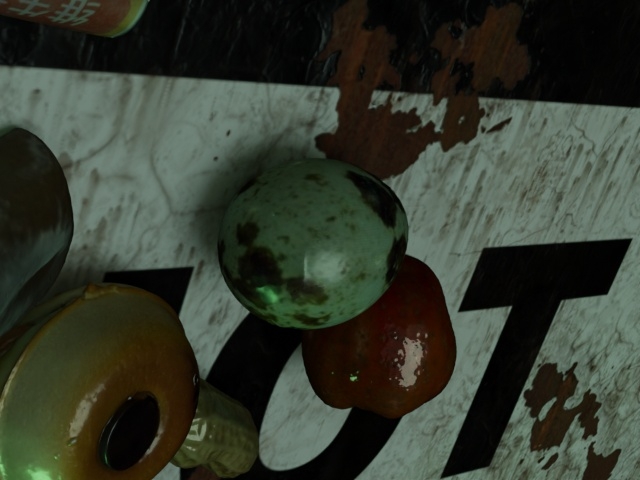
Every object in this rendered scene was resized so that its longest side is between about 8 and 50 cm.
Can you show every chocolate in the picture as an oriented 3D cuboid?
[{"bbox_3d":[-0.275,0.029,0.993,0.254,0.080,0.157,-45,149,-51],"label":"chocolate"}]

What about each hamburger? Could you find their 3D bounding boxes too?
[{"bbox_3d":[-0.213,0.143,1.168,0.237,0.147,0.236,-31,135,-37],"label":"hamburger"}]

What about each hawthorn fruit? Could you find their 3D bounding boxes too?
[{"bbox_3d":[0.065,0.103,1.402,0.189,0.189,0.189,-26,134,-30],"label":"hawthorn fruit"}]

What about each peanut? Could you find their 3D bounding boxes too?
[{"bbox_3d":[-0.123,0.202,1.344,0.083,0.093,0.194,-18,143,20],"label":"peanut"}]

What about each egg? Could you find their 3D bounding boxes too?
[{"bbox_3d":[0.000,0.000,1.254,0.231,0.169,0.169,-17,130,-51],"label":"egg"}]

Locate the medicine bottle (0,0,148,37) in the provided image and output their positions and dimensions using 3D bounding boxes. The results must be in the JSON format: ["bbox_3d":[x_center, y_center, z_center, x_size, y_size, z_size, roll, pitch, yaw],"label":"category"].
[{"bbox_3d":[-0.300,-0.218,0.839,0.426,0.108,0.108,3,116,-47],"label":"medicine bottle"}]
